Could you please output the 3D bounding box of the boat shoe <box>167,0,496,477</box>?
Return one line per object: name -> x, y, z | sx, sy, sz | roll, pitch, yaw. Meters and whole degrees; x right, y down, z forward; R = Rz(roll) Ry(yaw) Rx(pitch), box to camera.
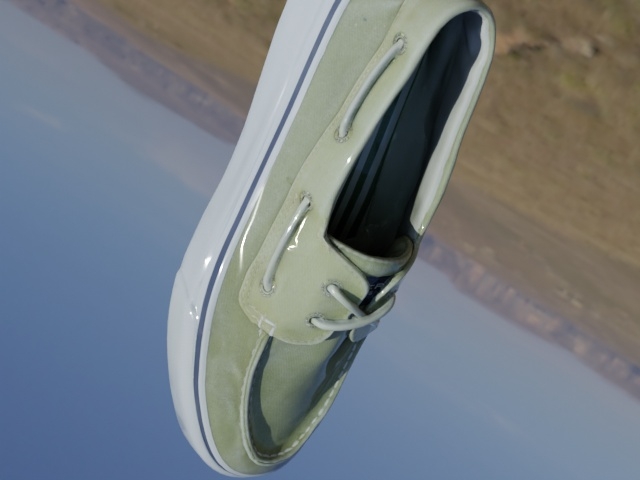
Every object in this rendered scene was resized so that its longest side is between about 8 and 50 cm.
boat shoe -> 0.000, 0.000, 0.629 | 0.109, 0.302, 0.094 | 1, -156, -37
